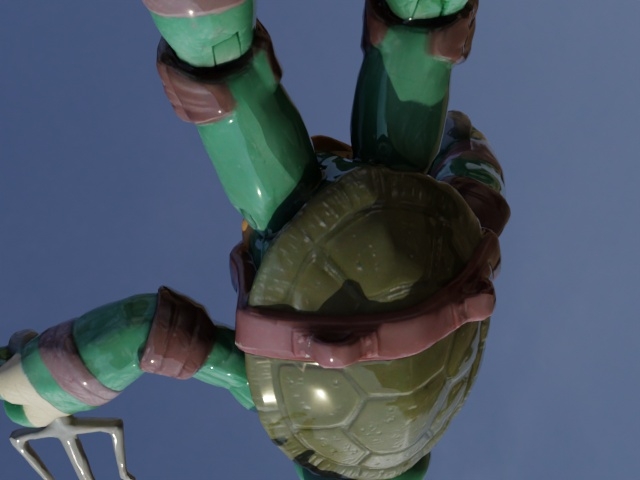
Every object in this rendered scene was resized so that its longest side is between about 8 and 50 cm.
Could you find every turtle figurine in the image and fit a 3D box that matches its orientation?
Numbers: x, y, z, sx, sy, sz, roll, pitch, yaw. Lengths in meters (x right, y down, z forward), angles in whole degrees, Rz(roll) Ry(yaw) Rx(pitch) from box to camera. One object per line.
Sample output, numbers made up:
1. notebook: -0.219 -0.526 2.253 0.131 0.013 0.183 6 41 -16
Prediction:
1. turtle figurine: 0.000 0.000 0.513 0.175 0.118 0.234 -23 -53 -33
